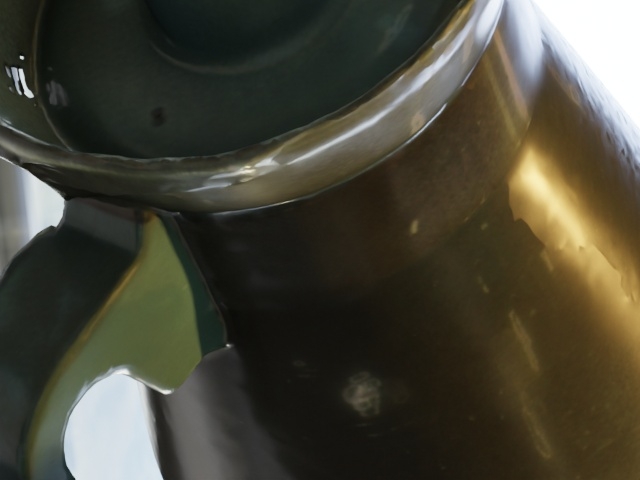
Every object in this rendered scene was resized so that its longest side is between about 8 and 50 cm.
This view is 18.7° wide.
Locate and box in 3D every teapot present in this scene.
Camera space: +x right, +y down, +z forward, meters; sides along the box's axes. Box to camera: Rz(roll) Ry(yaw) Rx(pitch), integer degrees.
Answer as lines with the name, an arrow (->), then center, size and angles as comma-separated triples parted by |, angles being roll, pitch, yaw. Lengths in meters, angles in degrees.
teapot -> 0.000, 0.000, 0.481 | 0.203, 0.171, 0.225 | -58, 148, -20
